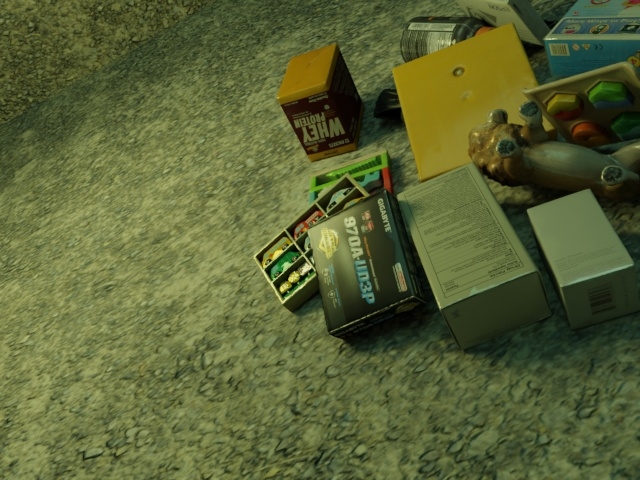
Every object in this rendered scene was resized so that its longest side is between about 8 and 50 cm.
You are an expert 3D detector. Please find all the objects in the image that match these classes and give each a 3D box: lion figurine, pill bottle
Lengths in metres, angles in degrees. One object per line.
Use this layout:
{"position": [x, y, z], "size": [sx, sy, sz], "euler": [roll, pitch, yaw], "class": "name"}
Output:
{"position": [0.428, -0.131, 1.092], "size": [0.392, 0.240, 0.142], "euler": [25, 87, 23], "class": "lion figurine"}
{"position": [0.326, -0.485, 1.586], "size": [0.130, 0.130, 0.245], "euler": [-46, 41, -20], "class": "pill bottle"}

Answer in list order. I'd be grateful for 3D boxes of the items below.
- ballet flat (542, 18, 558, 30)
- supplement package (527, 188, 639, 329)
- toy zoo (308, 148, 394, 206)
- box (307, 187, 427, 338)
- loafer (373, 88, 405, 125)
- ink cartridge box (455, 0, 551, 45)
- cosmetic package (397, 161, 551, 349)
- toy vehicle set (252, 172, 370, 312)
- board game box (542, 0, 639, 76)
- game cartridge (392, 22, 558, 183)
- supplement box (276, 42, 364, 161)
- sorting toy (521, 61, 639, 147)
{"position": [0.530, -0.532, 1.570], "size": [0.057, 0.049, 0.173], "euler": [-34, 37, -8], "class": "ballet flat"}
{"position": [0.398, 0.025, 0.978], "size": [0.105, 0.105, 0.179], "euler": [-20, 39, 14], "class": "supplement package"}
{"position": [0.065, -0.074, 1.373], "size": [0.192, 0.030, 0.293], "euler": [-18, 39, 16], "class": "toy zoo"}
{"position": [0.076, 0.042, 1.133], "size": [0.175, 0.051, 0.220], "euler": [-26, 58, 25], "class": "box"}
{"position": [0.221, -0.301, 1.501], "size": [0.223, 0.076, 0.078], "euler": [19, 78, 40], "class": "loafer"}
{"position": [0.433, -0.520, 1.507], "size": [0.045, 0.224, 0.223], "euler": [-56, 37, 7], "class": "ink cartridge box"}
{"position": [0.248, 0.015, 1.085], "size": [0.160, 0.113, 0.310], "euler": [-23, 38, 10], "class": "cosmetic package"}
{"position": [0.000, 0.000, 1.278], "size": [0.267, 0.035, 0.166], "euler": [-41, 44, 1], "class": "toy vehicle set"}
{"position": [0.635, -0.425, 1.198], "size": [0.308, 0.086, 0.302], "euler": [20, 59, 47], "class": "board game box"}
{"position": [0.318, -0.289, 1.365], "size": [0.285, 0.053, 0.324], "euler": [-17, 59, 16], "class": "game cartridge"}
{"position": [0.007, -0.338, 1.576], "size": [0.129, 0.194, 0.191], "euler": [-12, 41, 22], "class": "supplement box"}
{"position": [0.480, -0.219, 1.107], "size": [0.208, 0.193, 0.038], "euler": [-1, 63, 52], "class": "sorting toy"}
